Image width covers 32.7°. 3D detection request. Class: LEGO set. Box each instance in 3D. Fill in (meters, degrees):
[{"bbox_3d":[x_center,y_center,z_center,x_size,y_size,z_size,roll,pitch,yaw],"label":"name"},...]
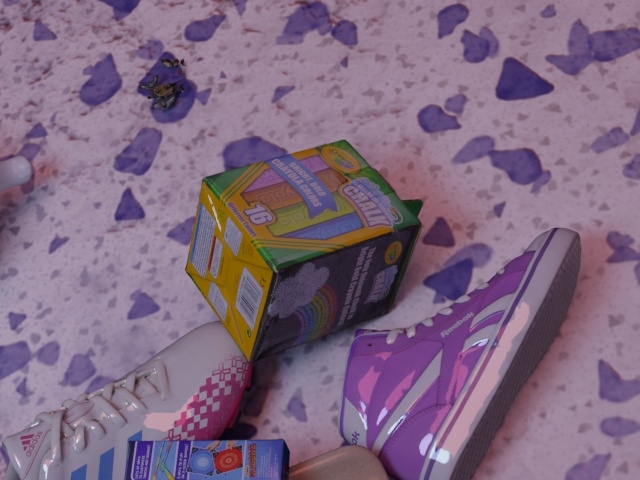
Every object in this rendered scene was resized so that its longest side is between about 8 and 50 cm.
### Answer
[{"bbox_3d":[-0.179,-0.178,1.275,0.054,0.023,0.083,19,54,20],"label":"LEGO set"}]

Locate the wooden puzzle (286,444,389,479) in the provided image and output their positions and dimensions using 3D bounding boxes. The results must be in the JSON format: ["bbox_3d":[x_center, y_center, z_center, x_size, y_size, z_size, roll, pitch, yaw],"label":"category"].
[{"bbox_3d":[-0.043,0.377,0.866,0.322,0.080,0.348,-21,59,-2],"label":"wooden puzzle"}]

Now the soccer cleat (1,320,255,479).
[{"bbox_3d":[-0.193,0.182,0.983,0.331,0.143,0.116,-50,33,-15],"label":"soccer cleat"}]

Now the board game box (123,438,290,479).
[{"bbox_3d":[-0.098,0.260,0.875,0.136,0.035,0.201,-2,60,9],"label":"board game box"}]

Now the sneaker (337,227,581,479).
[{"bbox_3d":[0.118,0.082,1.005,0.161,0.102,0.282,27,70,29],"label":"sneaker"}]

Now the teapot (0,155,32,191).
[{"bbox_3d":[-0.482,-0.015,1.166,0.256,0.187,0.252,22,95,6],"label":"teapot"}]

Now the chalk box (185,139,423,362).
[{"bbox_3d":[0.000,0.000,1.040,0.213,0.132,0.132,-18,52,-32],"label":"chalk box"}]
